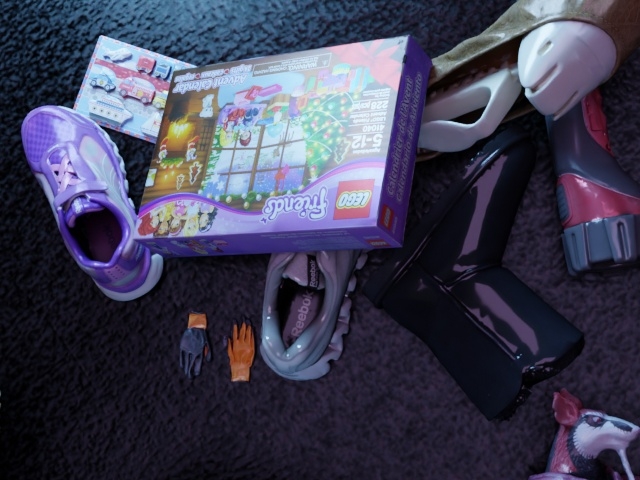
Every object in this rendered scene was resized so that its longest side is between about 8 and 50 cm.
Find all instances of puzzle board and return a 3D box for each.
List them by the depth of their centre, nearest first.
[{"bbox_3d":[-0.205,-0.166,1.299,0.128,0.011,0.096,19,87,10],"label":"puzzle board"}]

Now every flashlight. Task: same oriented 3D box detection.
[{"bbox_3d":[0.279,-0.118,1.183,0.103,0.103,0.304,-14,76,37],"label":"flashlight"}]

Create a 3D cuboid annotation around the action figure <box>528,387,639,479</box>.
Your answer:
[{"bbox_3d":[0.282,0.324,1.123,0.276,0.248,0.370,-38,60,45],"label":"action figure"}]

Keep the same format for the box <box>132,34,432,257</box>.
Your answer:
[{"bbox_3d":[-0.041,-0.089,1.162,0.293,0.057,0.201,-3,67,33],"label":"box"}]

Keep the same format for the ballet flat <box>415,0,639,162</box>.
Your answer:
[{"bbox_3d":[0.180,-0.154,1.113,0.342,0.116,0.124,-21,36,37],"label":"ballet flat"}]

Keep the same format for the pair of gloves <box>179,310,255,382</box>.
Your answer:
[{"bbox_3d":[-0.111,0.115,1.255,0.083,0.010,0.074,4,85,9],"label":"pair of gloves"}]

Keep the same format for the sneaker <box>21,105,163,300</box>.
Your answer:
[{"bbox_3d":[-0.254,-0.048,1.247,0.095,0.104,0.236,-31,79,5],"label":"sneaker"}]

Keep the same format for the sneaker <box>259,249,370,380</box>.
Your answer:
[{"bbox_3d":[0.000,0.000,1.199,0.110,0.118,0.292,10,84,11],"label":"sneaker"}]

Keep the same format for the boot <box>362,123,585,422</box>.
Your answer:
[{"bbox_3d":[0.191,0.036,1.175,0.207,0.094,0.246,42,98,14],"label":"boot"}]
